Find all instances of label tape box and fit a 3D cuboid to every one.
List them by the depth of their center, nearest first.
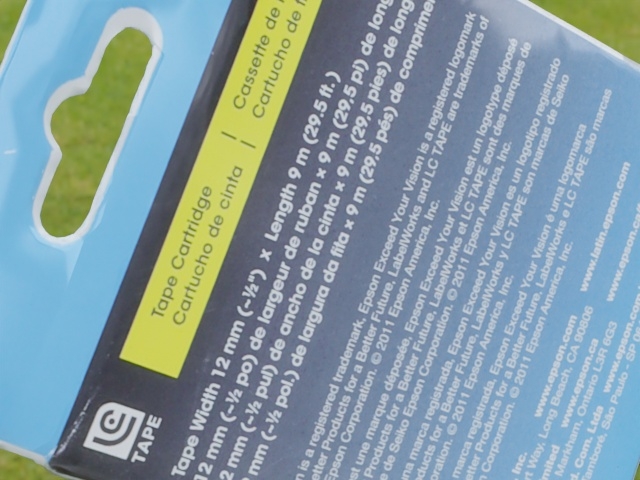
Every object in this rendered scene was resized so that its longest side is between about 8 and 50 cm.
[{"bbox_3d":[0.000,0.000,0.687,0.348,0.249,0.115,23,-5,-28],"label":"label tape box"}]
